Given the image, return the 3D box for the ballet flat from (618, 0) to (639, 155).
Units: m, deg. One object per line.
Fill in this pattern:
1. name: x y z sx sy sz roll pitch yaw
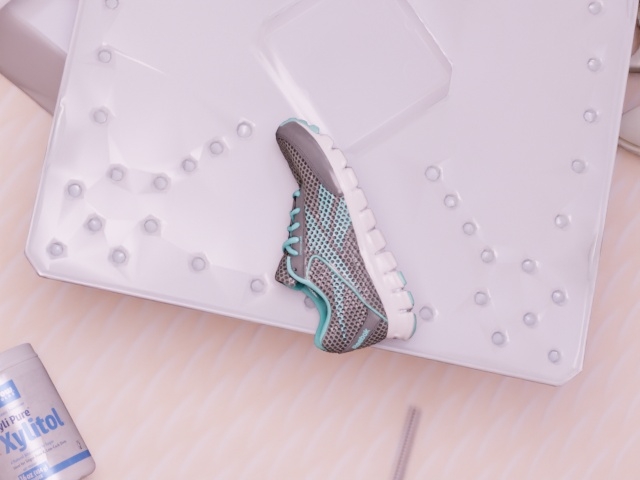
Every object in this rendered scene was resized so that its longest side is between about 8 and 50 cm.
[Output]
1. ballet flat: 0.281 -0.150 1.480 0.124 0.116 0.342 -21 81 10

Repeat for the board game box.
1. board game box: 0.021 -0.122 1.273 0.390 0.050 0.390 12 78 -9

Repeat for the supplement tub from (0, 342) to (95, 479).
1. supplement tub: -0.217 0.137 1.313 0.071 0.071 0.107 -28 86 -17

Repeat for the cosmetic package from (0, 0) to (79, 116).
1. cosmetic package: -0.058 -0.128 1.367 0.385 0.156 0.217 40 72 -1

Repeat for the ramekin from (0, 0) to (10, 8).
1. ramekin: -0.296 -0.273 1.267 0.135 0.277 0.277 45 66 -45

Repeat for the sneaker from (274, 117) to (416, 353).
1. sneaker: 0.000 0.000 1.191 0.076 0.065 0.166 -24 84 -10
